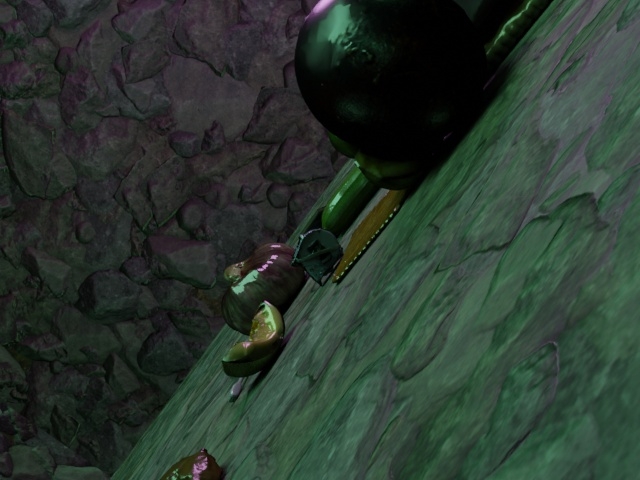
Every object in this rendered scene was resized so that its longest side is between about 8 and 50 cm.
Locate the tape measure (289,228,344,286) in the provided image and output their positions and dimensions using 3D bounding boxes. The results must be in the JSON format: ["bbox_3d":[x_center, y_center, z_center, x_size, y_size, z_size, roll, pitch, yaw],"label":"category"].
[{"bbox_3d":[-0.008,0.025,1.794,0.094,0.091,0.054,-56,1,-10],"label":"tape measure"}]

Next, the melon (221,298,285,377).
[{"bbox_3d":[-0.113,0.198,1.742,0.128,0.079,0.160,104,-167,-48],"label":"melon"}]

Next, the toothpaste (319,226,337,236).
[{"bbox_3d":[0.000,0.000,2.236,0.062,0.039,0.239,-41,-2,-20],"label":"toothpaste"}]

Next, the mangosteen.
[{"bbox_3d":[0.106,-0.265,1.518,0.330,0.330,0.330,-53,4,6],"label":"mangosteen"}]

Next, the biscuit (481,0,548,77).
[{"bbox_3d":[0.339,-0.390,1.634,0.325,0.044,0.217,-52,4,32],"label":"biscuit"}]

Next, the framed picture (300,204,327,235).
[{"bbox_3d":[0.029,-0.065,2.164,0.149,0.011,0.109,-26,-17,-35],"label":"framed picture"}]

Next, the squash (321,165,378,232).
[{"bbox_3d":[0.075,-0.105,2.049,0.219,0.068,0.077,-52,-6,25],"label":"squash"}]

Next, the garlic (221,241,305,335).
[{"bbox_3d":[-0.144,0.102,2.183,0.245,0.160,0.245,-54,3,5],"label":"garlic"}]

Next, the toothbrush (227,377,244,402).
[{"bbox_3d":[-0.149,0.255,1.969,0.025,0.020,0.286,-59,2,23],"label":"toothbrush"}]

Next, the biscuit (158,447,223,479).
[{"bbox_3d":[-0.248,0.422,1.379,0.296,0.075,0.296,-53,5,7],"label":"biscuit"}]

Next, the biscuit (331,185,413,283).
[{"bbox_3d":[0.104,-0.045,1.654,0.232,0.013,0.237,-51,6,27],"label":"biscuit"}]

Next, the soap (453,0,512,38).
[{"bbox_3d":[0.291,-0.455,1.715,0.296,0.107,0.285,-43,-8,-27],"label":"soap"}]
